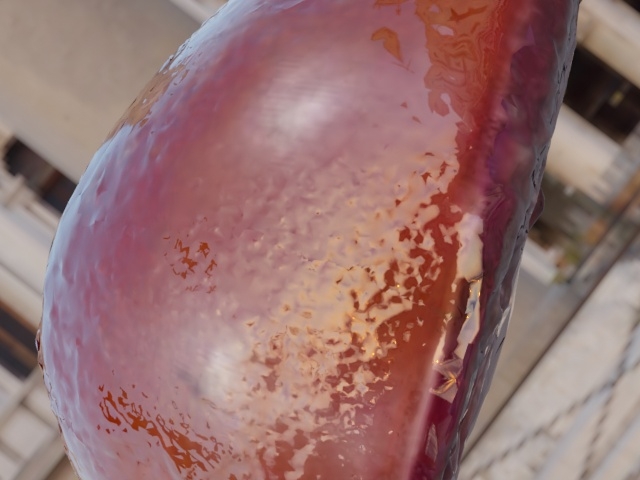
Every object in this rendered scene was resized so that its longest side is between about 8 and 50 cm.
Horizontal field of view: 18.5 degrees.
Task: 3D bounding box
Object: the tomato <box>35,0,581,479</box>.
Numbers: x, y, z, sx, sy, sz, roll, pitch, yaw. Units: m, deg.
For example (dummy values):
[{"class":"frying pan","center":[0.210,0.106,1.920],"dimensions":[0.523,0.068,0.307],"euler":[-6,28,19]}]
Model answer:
[{"class":"tomato","center":[-0.003,0.000,0.777],"dimensions":[0.335,0.176,0.289],"euler":[62,-135,-78]}]
